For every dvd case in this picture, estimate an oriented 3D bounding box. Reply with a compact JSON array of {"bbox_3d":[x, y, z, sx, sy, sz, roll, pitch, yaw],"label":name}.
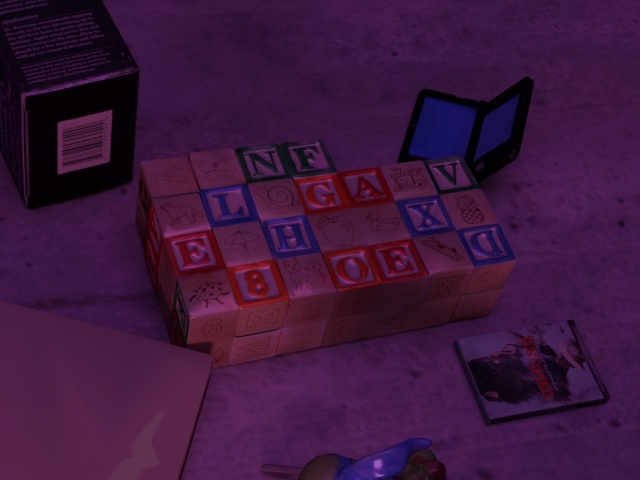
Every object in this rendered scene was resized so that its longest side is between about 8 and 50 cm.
[{"bbox_3d":[0.188,0.116,1.081,0.119,0.013,0.087,-6,54,-18],"label":"dvd case"}]

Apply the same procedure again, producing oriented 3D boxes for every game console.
[{"bbox_3d":[0.149,-0.120,1.226,0.071,0.107,0.122,36,48,-20],"label":"game console"}]

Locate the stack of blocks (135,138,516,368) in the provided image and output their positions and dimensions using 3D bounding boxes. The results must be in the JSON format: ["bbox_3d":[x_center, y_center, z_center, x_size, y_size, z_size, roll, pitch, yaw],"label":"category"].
[{"bbox_3d":[0.000,0.000,1.083,0.297,0.087,0.171,-9,54,-19],"label":"stack of blocks"}]

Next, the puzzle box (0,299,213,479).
[{"bbox_3d":[-0.309,0.155,0.914,0.409,0.052,0.272,15,51,0],"label":"puzzle box"}]

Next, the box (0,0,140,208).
[{"bbox_3d":[-0.254,-0.162,1.115,0.108,0.153,0.207,-17,56,-23],"label":"box"}]

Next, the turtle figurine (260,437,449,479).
[{"bbox_3d":[0.063,0.259,0.884,0.266,0.274,0.198,38,28,-7],"label":"turtle figurine"}]
